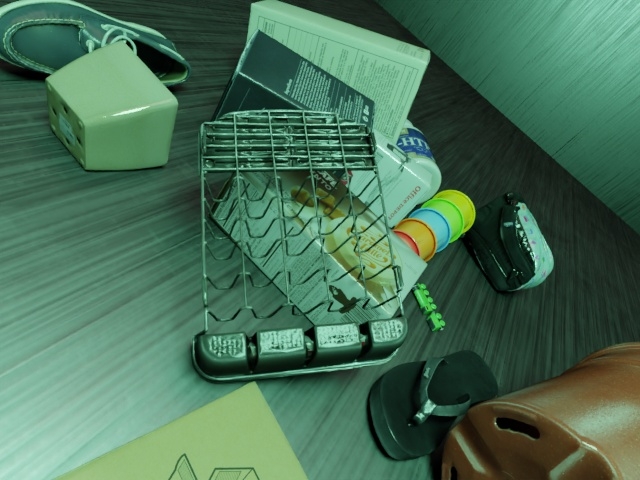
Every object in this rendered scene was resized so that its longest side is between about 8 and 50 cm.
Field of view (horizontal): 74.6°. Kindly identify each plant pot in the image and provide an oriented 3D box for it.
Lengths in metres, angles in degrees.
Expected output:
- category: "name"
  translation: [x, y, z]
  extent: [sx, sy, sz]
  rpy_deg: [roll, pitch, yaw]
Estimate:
- category: "plant pot"
  translation: [0.287, 0.249, 0.425]
  extent: [0.265, 0.272, 0.272]
  rpy_deg: [4, 49, -29]
- category: "plant pot"
  translation: [-0.243, -0.143, 0.481]
  extent: [0.109, 0.109, 0.096]
  rpy_deg: [47, 48, 9]

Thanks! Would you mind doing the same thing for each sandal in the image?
- category: "sandal"
  translation: [0.152, 0.183, 0.525]
  extent: [0.254, 0.054, 0.097]
  rpy_deg: [-7, 57, -46]

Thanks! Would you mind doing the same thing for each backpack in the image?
- category: "backpack"
  translation: [0.381, 0.010, 0.844]
  extent: [0.115, 0.152, 0.182]
  rpy_deg: [-5, 66, -33]

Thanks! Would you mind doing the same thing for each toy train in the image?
- category: "toy train"
  translation: [0.166, 0.103, 0.656]
  extent: [0.024, 0.017, 0.083]
  rpy_deg: [-1, 52, -29]

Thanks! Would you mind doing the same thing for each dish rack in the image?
- category: "dish rack"
  translation: [-0.026, -0.008, 0.426]
  extent: [0.208, 0.074, 0.271]
  rpy_deg: [-2, 70, -13]

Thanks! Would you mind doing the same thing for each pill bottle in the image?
- category: "pill bottle"
  translation: [0.172, -0.171, 0.870]
  extent: [0.112, 0.112, 0.186]
  rpy_deg: [21, 40, -25]

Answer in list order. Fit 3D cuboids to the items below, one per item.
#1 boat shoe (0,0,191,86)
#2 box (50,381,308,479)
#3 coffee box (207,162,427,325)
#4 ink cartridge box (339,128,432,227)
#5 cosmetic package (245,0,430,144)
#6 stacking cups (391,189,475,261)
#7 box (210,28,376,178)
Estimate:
- category: "boat shoe"
  translation: [-0.285, -0.245, 0.560]
  extent: [0.079, 0.095, 0.254]
  rpy_deg: [38, 25, 16]
- category: "box"
  translation: [-0.089, 0.215, 0.304]
  extent: [0.201, 0.021, 0.164]
  rpy_deg: [-11, 60, -48]
- category: "coffee box"
  translation: [0.000, 0.000, 0.545]
  extent: [0.246, 0.098, 0.141]
  rpy_deg: [45, 36, 7]
- category: "ink cartridge box"
  translation: [0.109, -0.113, 0.754]
  extent: [0.150, 0.109, 0.063]
  rpy_deg: [38, 33, -3]
- category: "cosmetic package"
  translation: [0.024, -0.307, 0.768]
  extent: [0.309, 0.160, 0.113]
  rpy_deg: [22, 37, 4]
- category: "stacking cups"
  translation: [0.180, -0.009, 0.720]
  extent: [0.096, 0.096, 0.316]
  rpy_deg: [47, 37, 10]
- category: "box"
  translation: [-0.046, -0.177, 0.630]
  extent: [0.207, 0.153, 0.108]
  rpy_deg: [26, 53, -20]
